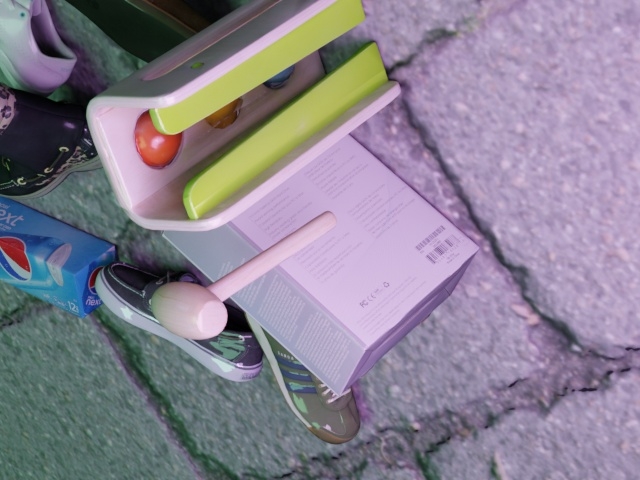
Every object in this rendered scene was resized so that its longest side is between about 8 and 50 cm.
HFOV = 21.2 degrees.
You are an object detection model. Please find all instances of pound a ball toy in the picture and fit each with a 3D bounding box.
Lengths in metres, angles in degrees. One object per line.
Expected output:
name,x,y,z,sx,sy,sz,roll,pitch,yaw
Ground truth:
pound a ball toy,-0.072,-0.081,1.494,0.135,0.319,0.208,5,123,43

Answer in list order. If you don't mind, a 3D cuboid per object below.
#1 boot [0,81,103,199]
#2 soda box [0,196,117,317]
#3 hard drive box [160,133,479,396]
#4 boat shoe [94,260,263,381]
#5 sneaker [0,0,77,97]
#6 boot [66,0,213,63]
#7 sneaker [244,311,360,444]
boot,-0.345,-0.113,1.855,0.236,0.178,0.085,-15,69,44
soda box,-0.337,0.016,2.040,0.210,0.071,0.067,21,133,33
hard drive box,0.000,0.000,1.601,0.232,0.181,0.089,43,142,13
boat shoe,-0.153,0.071,1.902,0.228,0.080,0.076,33,121,27
sneaker,-0.340,-0.254,1.834,0.212,0.080,0.094,47,138,-11
boot,-0.180,-0.254,1.648,0.305,0.115,0.112,33,156,-8
sneaker,-0.006,0.127,1.800,0.192,0.064,0.086,59,146,-5
